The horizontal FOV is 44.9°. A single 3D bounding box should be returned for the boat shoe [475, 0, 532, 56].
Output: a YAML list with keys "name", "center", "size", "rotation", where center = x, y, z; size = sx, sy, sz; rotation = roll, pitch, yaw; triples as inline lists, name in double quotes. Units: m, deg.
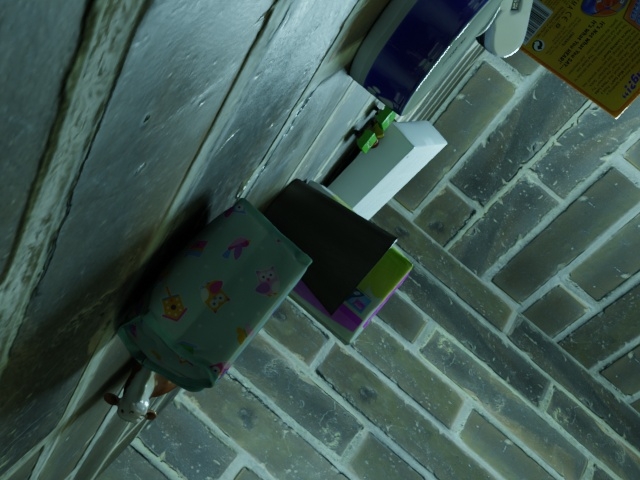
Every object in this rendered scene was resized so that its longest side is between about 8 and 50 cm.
- name: "boat shoe"
  center: [0.363, -0.507, 1.473]
  size: [0.108, 0.102, 0.301]
  rotation: [-4, 122, -22]

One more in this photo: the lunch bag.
- name: "lunch bag"
  center: [-0.159, 0.088, 1.090]
  size: [0.223, 0.160, 0.262]
  rotation: [-51, -171, -25]

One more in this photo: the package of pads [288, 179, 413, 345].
- name: "package of pads"
  center: [0.021, 0.041, 1.649]
  size: [0.229, 0.296, 0.101]
  rotation: [-49, 175, -11]

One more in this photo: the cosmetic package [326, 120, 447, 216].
- name: "cosmetic package"
  center: [0.135, -0.154, 2.041]
  size: [0.377, 0.097, 0.284]
  rotation: [-44, 171, 24]

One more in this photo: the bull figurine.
- name: "bull figurine"
  center: [-0.281, 0.228, 1.482]
  size: [0.188, 0.101, 0.310]
  rotation: [-52, 175, 19]

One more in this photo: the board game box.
- name: "board game box"
  center: [0.642, -0.571, 1.766]
  size: [0.356, 0.356, 0.356]
  rotation: [-52, -170, 32]

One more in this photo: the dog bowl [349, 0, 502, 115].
- name: "dog bowl"
  center: [0.167, -0.320, 1.174]
  size: [0.265, 0.104, 0.265]
  rotation: [-49, 177, -3]

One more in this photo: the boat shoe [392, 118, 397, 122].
- name: "boat shoe"
  center: [0.153, -0.269, 2.052]
  size: [0.049, 0.056, 0.152]
  rotation: [-34, 164, -35]

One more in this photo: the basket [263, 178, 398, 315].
- name: "basket"
  center: [0.000, 0.000, 1.520]
  size: [0.204, 0.227, 0.154]
  rotation: [-51, 176, 11]

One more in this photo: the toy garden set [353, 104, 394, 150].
- name: "toy garden set"
  center: [0.160, -0.306, 1.752]
  size: [0.244, 0.049, 0.204]
  rotation: [-50, 175, 5]

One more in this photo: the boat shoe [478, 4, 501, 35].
- name: "boat shoe"
  center: [0.315, -0.495, 1.338]
  size: [0.319, 0.116, 0.099]
  rotation: [125, -17, -51]
